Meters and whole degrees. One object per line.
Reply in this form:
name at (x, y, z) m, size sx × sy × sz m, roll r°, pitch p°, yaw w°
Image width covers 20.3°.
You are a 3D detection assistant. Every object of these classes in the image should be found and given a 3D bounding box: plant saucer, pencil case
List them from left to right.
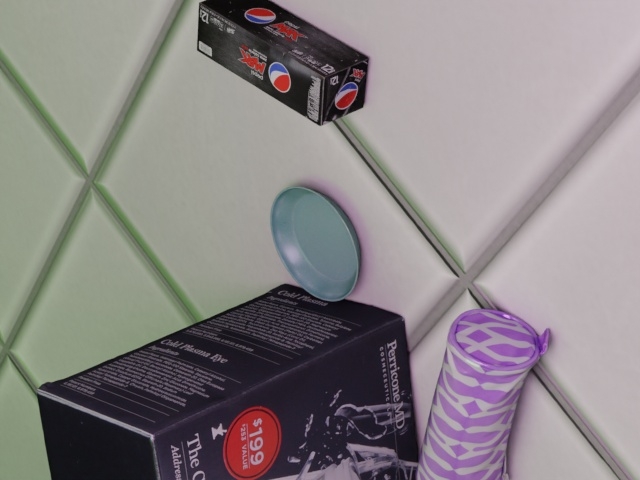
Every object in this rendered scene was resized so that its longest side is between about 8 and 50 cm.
plant saucer at (0.000, 0.000, 1.713) m, size 0.119 × 0.021 × 0.119 m, roll 29°, pitch 133°, yaw 36°
pencil case at (0.141, 0.156, 1.597) m, size 0.088 × 0.086 × 0.206 m, roll 12°, pitch 132°, yaw 5°

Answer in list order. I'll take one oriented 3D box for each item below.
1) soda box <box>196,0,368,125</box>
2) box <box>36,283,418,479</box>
soda box at (-0.036, -0.168, 1.616) m, size 0.169 × 0.060 × 0.053 m, roll 34°, pitch 134°, yaw 33°
box at (-0.070, 0.258, 1.700) m, size 0.179 × 0.312 × 0.343 m, roll 13°, pitch 118°, yaw 44°
